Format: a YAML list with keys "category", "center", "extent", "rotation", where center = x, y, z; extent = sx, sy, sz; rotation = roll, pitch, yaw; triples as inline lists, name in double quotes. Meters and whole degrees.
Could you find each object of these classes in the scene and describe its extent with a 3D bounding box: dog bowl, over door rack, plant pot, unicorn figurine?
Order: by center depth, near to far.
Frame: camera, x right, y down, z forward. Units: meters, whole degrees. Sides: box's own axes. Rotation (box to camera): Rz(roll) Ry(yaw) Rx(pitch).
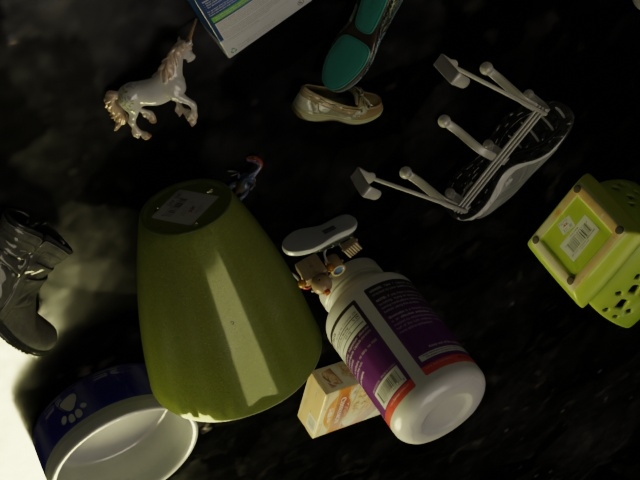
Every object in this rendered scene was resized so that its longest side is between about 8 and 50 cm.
- category: "unicorn figurine"
  center: [-0.204, -0.194, 1.409]
  extent: [0.162, 0.060, 0.111]
  rotation: [-27, 134, -4]
- category: "plant pot"
  center: [-0.161, 0.067, 1.611]
  extent: [0.275, 0.275, 0.293]
  rotation: [-26, 128, -15]
- category: "over door rack"
  center: [0.201, -0.171, 1.735]
  extent: [0.324, 0.108, 0.239]
  rotation: [7, 125, -53]
- category: "dog bowl"
  center: [-0.347, 0.334, 1.863]
  extent: [0.265, 0.104, 0.264]
  rotation: [-23, 143, -18]
- category: "plant pot"
  center: [0.566, 0.012, 2.176]
  extent: [0.207, 0.227, 0.228]
  rotation: [14, 122, -41]

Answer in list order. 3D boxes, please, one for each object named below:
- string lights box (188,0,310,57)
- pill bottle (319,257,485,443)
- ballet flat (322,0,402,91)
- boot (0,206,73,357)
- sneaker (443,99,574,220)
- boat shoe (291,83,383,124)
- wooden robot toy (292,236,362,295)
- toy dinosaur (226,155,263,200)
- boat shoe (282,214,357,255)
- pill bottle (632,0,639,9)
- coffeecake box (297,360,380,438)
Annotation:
- category: "string lights box"
  center: [-0.118, -0.350, 1.291]
  extent: [0.133, 0.076, 0.259]
  rotation: [-35, 145, -2]
- category: "pill bottle"
  center: [0.130, 0.182, 1.903]
  extent: [0.182, 0.323, 0.181]
  rotation: [-23, 143, -18]
- category: "ballet flat"
  center: [0.065, -0.290, 1.536]
  extent: [0.070, 0.070, 0.188]
  rotation: [-1, 136, -40]
- category: "boot"
  center: [-0.402, 0.062, 1.529]
  extent: [0.161, 0.083, 0.246]
  rotation: [-43, 147, -1]
- category: "sneaker"
  center: [0.332, -0.140, 1.918]
  extent: [0.271, 0.100, 0.108]
  rotation: [-44, 158, 17]
- category: "boat shoe"
  center: [0.031, -0.206, 1.607]
  extent: [0.153, 0.056, 0.048]
  rotation: [-1, 137, -30]
- category: "wooden robot toy"
  center: [0.003, 0.065, 1.873]
  extent: [0.173, 0.079, 0.076]
  rotation: [-30, 145, -9]
- category: "toy dinosaur"
  center: [-0.117, -0.091, 1.644]
  extent: [0.082, 0.047, 0.090]
  rotation: [-45, 178, -3]
- category: "boat shoe"
  center: [0.000, 0.000, 1.823]
  extent: [0.142, 0.049, 0.040]
  rotation: [-21, 143, -24]
- category: "pill bottle"
  center: [0.524, -0.452, 1.686]
  extent: [0.117, 0.117, 0.215]
  rotation: [-32, 145, -7]
- category: "coffeecake box"
  center: [0.060, 0.306, 2.210]
  extent: [0.186, 0.068, 0.142]
  rotation: [-15, 139, -29]
